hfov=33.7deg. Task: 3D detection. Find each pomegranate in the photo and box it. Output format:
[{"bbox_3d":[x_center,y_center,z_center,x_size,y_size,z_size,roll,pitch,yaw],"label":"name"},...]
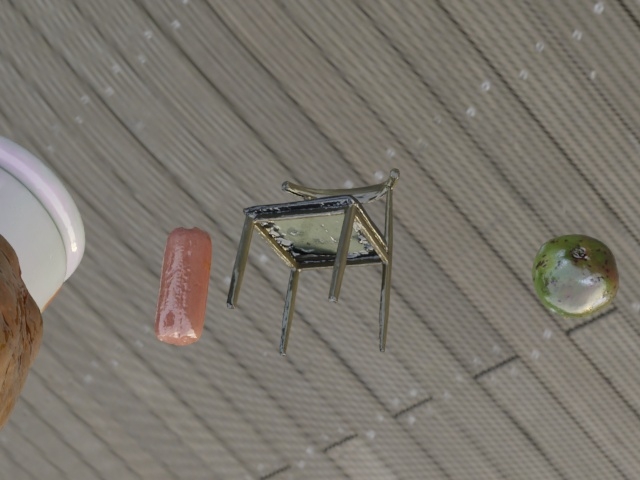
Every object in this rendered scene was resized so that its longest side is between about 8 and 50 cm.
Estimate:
[{"bbox_3d":[0.330,0.057,1.378,0.115,0.114,0.142,15,148,16],"label":"pomegranate"}]

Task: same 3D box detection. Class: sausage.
[{"bbox_3d":[-0.171,0.054,1.321,0.062,0.154,0.062,3,154,1],"label":"sausage"}]

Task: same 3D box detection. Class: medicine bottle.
[{"bbox_3d":[-0.381,0.057,0.973,0.202,0.316,0.202,14,132,16],"label":"medicine bottle"}]

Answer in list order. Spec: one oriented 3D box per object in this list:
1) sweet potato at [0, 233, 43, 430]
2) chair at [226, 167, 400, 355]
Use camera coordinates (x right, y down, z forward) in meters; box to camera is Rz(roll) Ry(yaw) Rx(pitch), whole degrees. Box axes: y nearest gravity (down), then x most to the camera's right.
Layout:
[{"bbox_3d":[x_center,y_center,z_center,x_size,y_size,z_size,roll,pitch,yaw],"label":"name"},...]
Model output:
[{"bbox_3d":[-0.158,0.042,0.398,0.097,0.252,0.097,-2,98,-10],"label":"sweet potato"},{"bbox_3d":[0.000,0.000,1.444,0.188,0.272,0.166,-6,147,27],"label":"chair"}]
